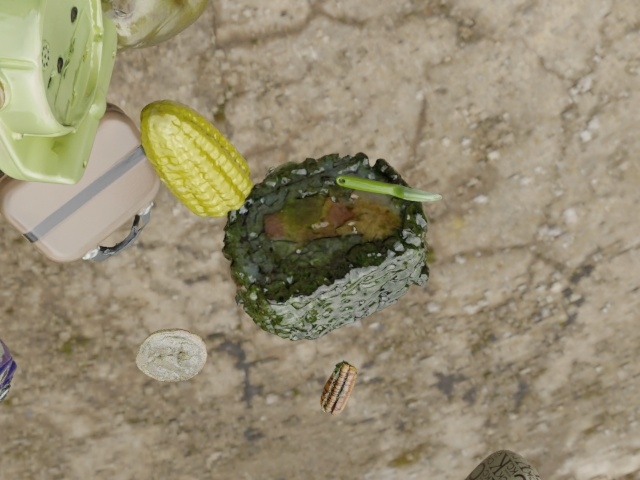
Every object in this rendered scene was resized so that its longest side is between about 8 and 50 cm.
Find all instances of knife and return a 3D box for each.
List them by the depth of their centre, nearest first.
[{"bbox_3d":[0.109,-0.085,1.475,0.184,0.022,0.026,12,-168,23],"label":"knife"}]

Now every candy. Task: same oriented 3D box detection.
[{"bbox_3d":[-0.160,-0.109,1.097,0.106,0.094,0.199,5,156,19],"label":"candy"}]

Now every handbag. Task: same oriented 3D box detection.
[{"bbox_3d":[-0.445,-0.087,1.733,0.302,0.149,0.283,-41,123,-14],"label":"handbag"}]

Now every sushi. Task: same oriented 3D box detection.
[{"bbox_3d":[0.000,0.000,1.585,0.352,0.294,0.178,-22,148,-10],"label":"sushi"}]

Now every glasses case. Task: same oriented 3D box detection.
[{"bbox_3d":[0.239,0.508,1.511,0.085,0.137,0.355,34,97,-25],"label":"glasses case"}]

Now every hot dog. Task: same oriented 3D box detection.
[{"bbox_3d":[0.029,0.255,1.547,0.037,0.049,0.122,-35,149,-52],"label":"hot dog"}]

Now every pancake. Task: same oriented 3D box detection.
[{"bbox_3d":[-0.314,0.241,1.898,0.158,0.028,0.158,-4,129,-5],"label":"pancake"}]

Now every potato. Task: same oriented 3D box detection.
[{"bbox_3d":[-0.353,-0.493,1.804,0.351,0.202,0.218,-24,130,-37],"label":"potato"}]

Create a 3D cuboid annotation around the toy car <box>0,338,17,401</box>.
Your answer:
[{"bbox_3d":[-0.727,0.269,1.879,0.172,0.235,0.158,39,112,-5],"label":"toy car"}]

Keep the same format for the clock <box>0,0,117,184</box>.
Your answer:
[{"bbox_3d":[-0.375,-0.259,1.184,0.117,0.286,0.348,7,158,4],"label":"clock"}]
